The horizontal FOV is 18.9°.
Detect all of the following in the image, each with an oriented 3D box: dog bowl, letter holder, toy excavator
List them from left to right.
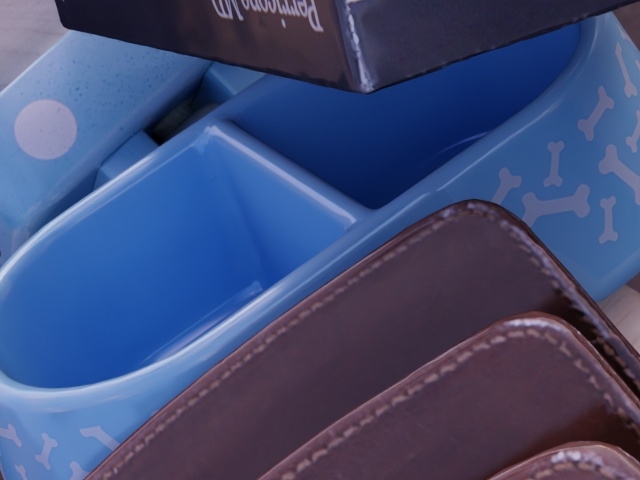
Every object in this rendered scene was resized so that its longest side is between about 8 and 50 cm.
[{"bbox_3d":[-0.017,0.149,0.539,0.302,0.152,0.214,-42,79,12],"label":"letter holder"},{"bbox_3d":[-0.028,-0.007,0.895,0.222,0.445,0.433,-45,-1,-16],"label":"toy excavator"},{"bbox_3d":[0.000,0.000,0.705,0.297,0.074,0.166,-36,33,-13],"label":"dog bowl"}]

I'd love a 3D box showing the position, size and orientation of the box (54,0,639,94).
[{"bbox_3d":[-0.010,-0.231,0.619,0.343,0.179,0.313,-155,48,-67],"label":"box"}]
